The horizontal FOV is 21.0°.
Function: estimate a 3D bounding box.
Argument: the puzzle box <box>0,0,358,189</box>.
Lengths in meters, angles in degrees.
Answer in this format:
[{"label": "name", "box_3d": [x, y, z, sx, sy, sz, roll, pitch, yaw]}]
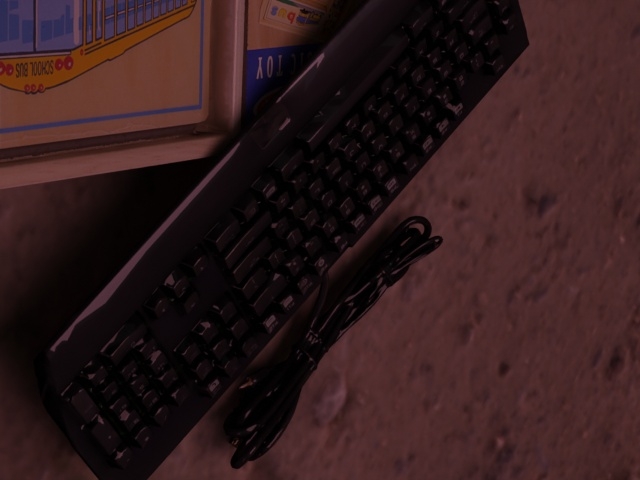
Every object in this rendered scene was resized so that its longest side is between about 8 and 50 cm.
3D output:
[{"label": "puzzle box", "box_3d": [-0.118, -0.156, 0.680, 0.409, 0.052, 0.272, -14, 110, -52]}]

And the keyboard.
[{"label": "keyboard", "box_3d": [0.000, 0.000, 0.842, 0.317, 0.033, 0.201, -48, 149, -17]}]
